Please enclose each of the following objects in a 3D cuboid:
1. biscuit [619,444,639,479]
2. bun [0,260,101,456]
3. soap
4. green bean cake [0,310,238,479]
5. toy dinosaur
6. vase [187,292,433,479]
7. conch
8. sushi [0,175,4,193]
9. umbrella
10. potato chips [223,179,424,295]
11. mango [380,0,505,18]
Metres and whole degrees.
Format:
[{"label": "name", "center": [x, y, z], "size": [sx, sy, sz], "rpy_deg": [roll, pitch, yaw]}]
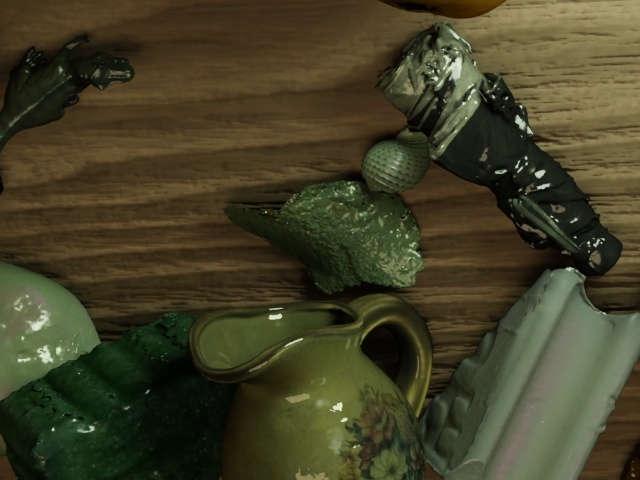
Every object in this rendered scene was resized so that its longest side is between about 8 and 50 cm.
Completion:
[{"label": "biscuit", "center": [0.484, 0.310, 1.802], "size": [0.212, 0.036, 0.212], "rpy_deg": [5, 122, 8]}, {"label": "bun", "center": [-0.428, 0.174, 1.815], "size": [0.293, 0.187, 0.293], "rpy_deg": [4, 122, 6]}, {"label": "soap", "center": [0.247, 0.182, 1.736], "size": [0.159, 0.258, 0.302], "rpy_deg": [29, 90, -6]}, {"label": "green bean cake", "center": [-0.222, 0.275, 1.774], "size": [0.300, 0.169, 0.307], "rpy_deg": [-25, 122, -25]}, {"label": "toy dinosaur", "center": [-0.306, -0.155, 1.582], "size": [0.187, 0.179, 0.087], "rpy_deg": [-31, 112, 24]}, {"label": "vase", "center": [0.018, 0.185, 1.669], "size": [0.241, 0.329, 0.302], "rpy_deg": [8, 121, 44]}, {"label": "conch", "center": [0.089, -0.085, 1.622], "size": [0.076, 0.056, 0.085], "rpy_deg": [31, 125, -24]}, {"label": "sushi", "center": [-0.437, -0.087, 1.729], "size": [0.085, 0.056, 0.083], "rpy_deg": [-11, 127, 17]}, {"label": "umbrella", "center": [0.209, -0.085, 1.565], "size": [0.113, 0.106, 0.358], "rpy_deg": [-41, 109, 14]}, {"label": "potato chips", "center": [0.000, -0.006, 1.689], "size": [0.228, 0.059, 0.167], "rpy_deg": [-7, 130, 16]}, {"label": "mango", "center": [0.091, -0.388, 1.314], "size": [0.221, 0.264, 0.378], "rpy_deg": [3, 109, 41]}]
